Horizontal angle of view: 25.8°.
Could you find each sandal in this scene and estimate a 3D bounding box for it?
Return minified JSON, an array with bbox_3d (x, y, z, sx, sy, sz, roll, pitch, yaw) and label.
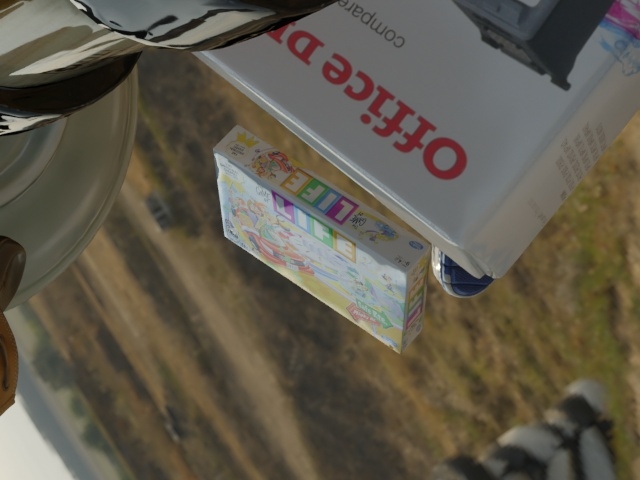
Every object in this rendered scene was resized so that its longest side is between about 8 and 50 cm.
[{"bbox_3d":[-0.228,0.084,0.941,0.219,0.060,0.090,-78,9,-52],"label":"sandal"}]

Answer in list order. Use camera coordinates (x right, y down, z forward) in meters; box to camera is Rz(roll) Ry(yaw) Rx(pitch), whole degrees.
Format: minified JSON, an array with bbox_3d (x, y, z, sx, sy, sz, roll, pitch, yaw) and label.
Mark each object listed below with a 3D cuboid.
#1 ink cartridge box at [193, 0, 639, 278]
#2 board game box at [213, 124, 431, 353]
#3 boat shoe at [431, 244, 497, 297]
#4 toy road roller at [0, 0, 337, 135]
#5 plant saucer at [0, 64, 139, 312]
[{"bbox_3d":[0.090,-0.167,0.699,0.226,0.306,0.131,38,-179,17],"label":"ink cartridge box"},{"bbox_3d":[0.000,0.000,0.908,0.154,0.026,0.103,33,153,21],"label":"board game box"},{"bbox_3d":[0.108,-0.052,0.978,0.066,0.066,0.183,20,98,56],"label":"boat shoe"},{"bbox_3d":[-0.162,-0.133,0.353,0.202,0.330,0.240,-10,98,56],"label":"toy road roller"},{"bbox_3d":[-0.307,-0.120,1.075,0.100,0.400,0.400,5,128,57],"label":"plant saucer"}]
